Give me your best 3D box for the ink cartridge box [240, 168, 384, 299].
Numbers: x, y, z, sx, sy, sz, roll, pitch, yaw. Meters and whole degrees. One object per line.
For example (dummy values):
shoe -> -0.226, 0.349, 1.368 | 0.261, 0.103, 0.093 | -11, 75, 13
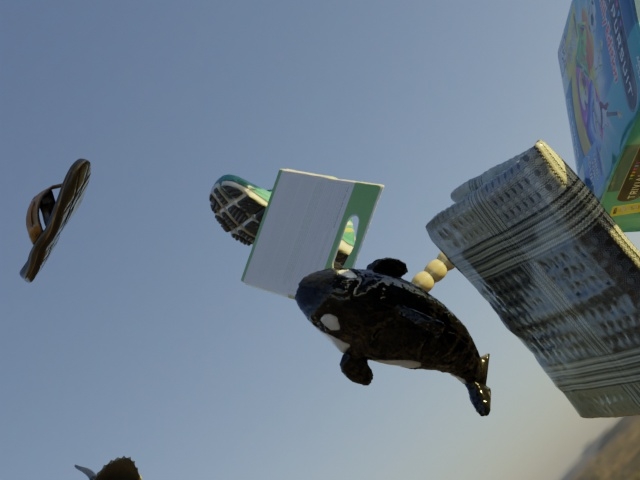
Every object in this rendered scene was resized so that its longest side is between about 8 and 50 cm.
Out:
ink cartridge box -> 0.000, 0.000, 1.565 | 0.056, 0.235, 0.171 | 24, -96, -38

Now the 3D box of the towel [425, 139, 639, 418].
towel -> 0.263, 0.052, 1.249 | 0.056, 0.312, 0.324 | -41, 0, -18

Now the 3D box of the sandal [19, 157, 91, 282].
sandal -> -0.397, -0.032, 1.717 | 0.219, 0.060, 0.090 | -55, 6, 34

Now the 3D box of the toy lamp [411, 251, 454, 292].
toy lamp -> 0.163, 0.038, 1.613 | 0.274, 0.080, 0.080 | -42, -16, -14

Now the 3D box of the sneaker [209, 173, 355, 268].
sneaker -> -0.057, -0.040, 1.834 | 0.275, 0.110, 0.107 | 25, -35, -35

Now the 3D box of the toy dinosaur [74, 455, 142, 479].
toy dinosaur -> -0.202, 0.380, 1.582 | 0.160, 0.313, 0.121 | -71, -1, -56

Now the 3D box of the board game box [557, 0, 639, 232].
board game box -> 0.335, -0.191, 1.290 | 0.079, 0.254, 0.336 | -4, -24, 1

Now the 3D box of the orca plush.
orca plush -> 0.109, 0.118, 1.371 | 0.151, 0.287, 0.102 | -53, 23, -16
